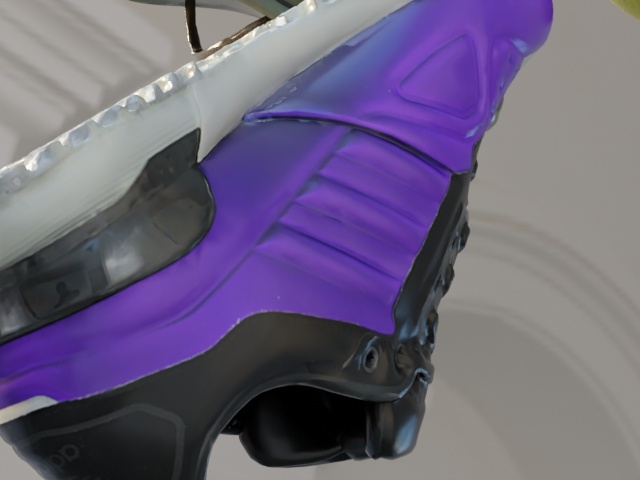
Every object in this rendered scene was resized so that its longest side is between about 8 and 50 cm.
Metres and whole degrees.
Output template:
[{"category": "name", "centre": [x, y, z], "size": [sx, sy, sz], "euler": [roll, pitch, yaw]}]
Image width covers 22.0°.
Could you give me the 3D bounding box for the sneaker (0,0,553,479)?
[{"category": "sneaker", "centre": [-0.001, 0.000, 0.556], "size": [0.102, 0.293, 0.146], "euler": [-23, -82, 47]}]

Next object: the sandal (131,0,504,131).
[{"category": "sandal", "centre": [-0.025, -0.125, 1.098], "size": [0.303, 0.086, 0.120], "euler": [26, 4, 24]}]

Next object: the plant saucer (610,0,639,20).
[{"category": "plant saucer", "centre": [0.237, -0.217, 0.882], "size": [0.241, 0.241, 0.037], "euler": [9, -16, 7]}]
